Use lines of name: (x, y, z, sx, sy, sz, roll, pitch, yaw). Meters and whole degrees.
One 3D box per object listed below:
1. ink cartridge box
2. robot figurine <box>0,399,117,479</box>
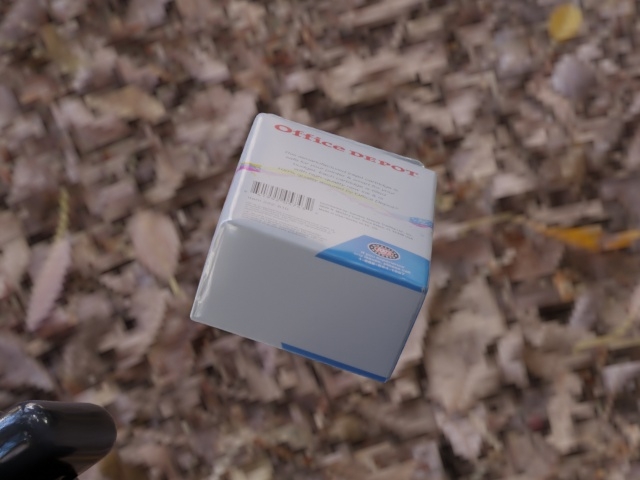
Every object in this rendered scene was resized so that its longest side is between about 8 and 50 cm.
ink cartridge box: (0.000, 0.000, 0.854, 0.088, 0.052, 0.122, 19, 26, -3)
robot figurine: (-0.224, 0.203, 1.141, 0.278, 0.173, 0.209, -39, 33, 14)
